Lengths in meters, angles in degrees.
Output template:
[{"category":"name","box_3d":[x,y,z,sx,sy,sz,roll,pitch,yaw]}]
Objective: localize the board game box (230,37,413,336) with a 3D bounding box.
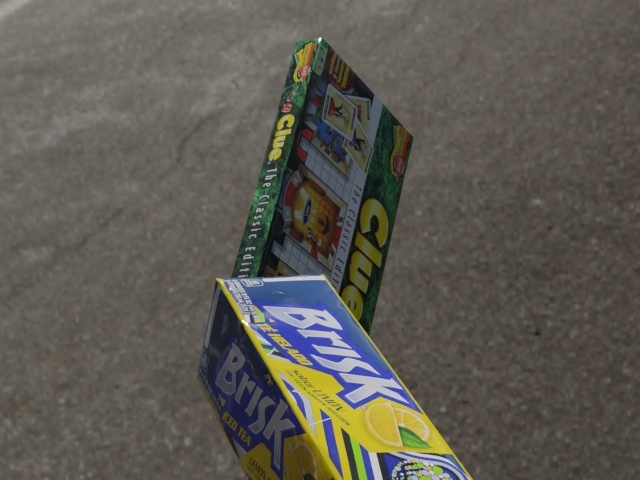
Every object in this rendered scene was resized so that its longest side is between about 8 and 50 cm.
[{"category":"board game box","box_3d":[0.000,0.000,0.831,0.030,0.136,0.259,-5,59,33]}]

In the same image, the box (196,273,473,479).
[{"category":"box","box_3d":[0.005,0.081,0.468,0.054,0.059,0.169,-2,32,-27]}]
